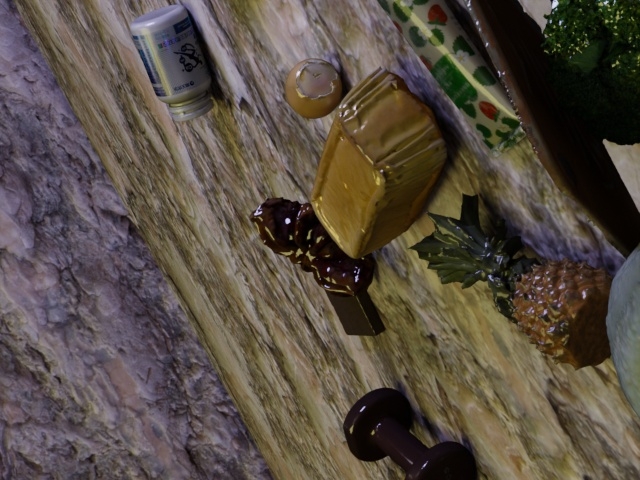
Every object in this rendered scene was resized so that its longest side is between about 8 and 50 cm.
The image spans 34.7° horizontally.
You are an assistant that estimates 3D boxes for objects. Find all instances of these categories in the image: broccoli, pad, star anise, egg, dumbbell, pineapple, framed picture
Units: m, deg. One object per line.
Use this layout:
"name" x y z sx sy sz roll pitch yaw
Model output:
"broccoli" 0.238 -0.155 0.747 0.156 0.195 0.195 33 150 22
"pad" 0.189 -0.107 0.822 0.284 0.018 0.286 30 -144 -51
"star anise" 0.000 0.000 1.593 0.220 0.126 0.190 40 -179 -4
"egg" -0.010 -0.209 1.419 0.080 0.080 0.096 60 168 3
"dumbbell" 0.147 0.354 1.713 0.225 0.124 0.140 34 148 51
"pineapple" 0.223 0.042 1.153 0.130 0.119 0.277 21 -169 -38
"framed picture" 0.041 0.085 1.760 0.168 0.023 0.128 64 159 -6

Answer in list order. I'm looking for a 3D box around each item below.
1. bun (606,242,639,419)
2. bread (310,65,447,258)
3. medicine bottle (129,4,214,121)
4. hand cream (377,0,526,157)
"bun" 0.370 0.063 0.663 0.354 0.194 0.354 22 138 21
"bread" 0.068 -0.092 1.325 0.152 0.119 0.288 53 159 15
"medicine bottle" -0.260 -0.316 1.836 0.107 0.107 0.191 26 140 58
"hand cream" 0.130 -0.215 1.114 0.276 0.059 0.095 55 162 4
